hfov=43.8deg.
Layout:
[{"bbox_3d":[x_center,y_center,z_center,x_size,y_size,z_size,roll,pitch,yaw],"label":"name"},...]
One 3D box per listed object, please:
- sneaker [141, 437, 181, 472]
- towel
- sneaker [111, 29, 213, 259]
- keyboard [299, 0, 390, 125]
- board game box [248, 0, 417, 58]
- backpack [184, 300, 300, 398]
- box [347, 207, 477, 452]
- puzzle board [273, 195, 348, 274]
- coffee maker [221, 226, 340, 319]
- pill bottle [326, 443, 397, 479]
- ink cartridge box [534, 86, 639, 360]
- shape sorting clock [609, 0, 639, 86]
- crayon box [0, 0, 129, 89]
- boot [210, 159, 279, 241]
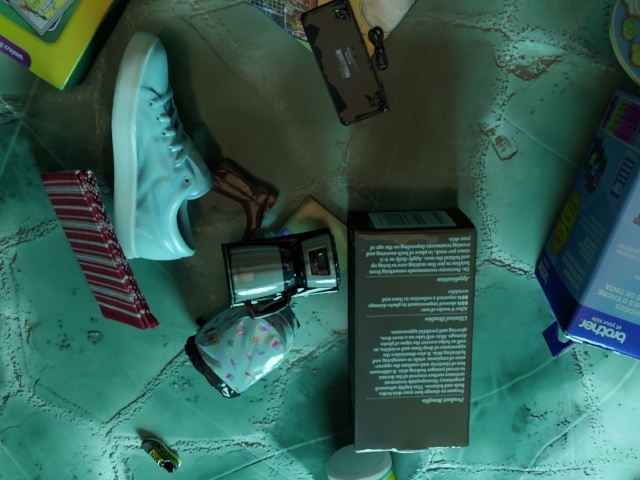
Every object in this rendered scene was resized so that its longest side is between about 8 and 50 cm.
[{"bbox_3d":[-0.290,0.390,1.443,0.083,0.035,0.031,35,105,-8],"label":"sneaker"},{"bbox_3d":[-0.354,0.015,1.267,0.031,0.199,0.274,-30,108,-31],"label":"towel"},{"bbox_3d":[-0.235,-0.137,1.233,0.150,0.135,0.365,7,119,-1],"label":"sneaker"},{"bbox_3d":[0.051,-0.271,1.185,0.108,0.023,0.180,-19,107,14],"label":"keyboard"},{"bbox_3d":[0.002,-0.375,1.188,0.243,0.042,0.165,38,105,-9],"label":"board game box"},{"bbox_3d":[-0.120,0.172,1.323,0.182,0.115,0.152,-37,106,19],"label":"backpack"},{"bbox_3d":[0.143,0.144,1.291,0.191,0.143,0.381,-1,106,-3],"label":"box"},{"bbox_3d":[0.000,0.000,1.322,0.128,0.011,0.096,39,106,-9],"label":"puzzle board"},{"bbox_3d":[-0.064,0.036,1.266,0.178,0.171,0.120,-7,112,-7],"label":"coffee maker"},{"bbox_3d":[0.088,0.476,1.412,0.118,0.117,0.208,-12,106,6],"label":"pill bottle"},{"bbox_3d":[0.448,-0.004,1.167,0.151,0.270,0.395,17,107,1],"label":"ink cartridge box"},{"bbox_3d":[0.513,-0.291,1.147,0.206,0.040,0.206,4,69,-12],"label":"shape sorting clock"},{"bbox_3d":[-0.439,-0.453,1.149,0.363,0.106,0.313,34,104,-9],"label":"crayon box"},{"bbox_3d":[-0.140,-0.063,1.294,0.114,0.037,0.106,29,93,-10],"label":"boot"}]
